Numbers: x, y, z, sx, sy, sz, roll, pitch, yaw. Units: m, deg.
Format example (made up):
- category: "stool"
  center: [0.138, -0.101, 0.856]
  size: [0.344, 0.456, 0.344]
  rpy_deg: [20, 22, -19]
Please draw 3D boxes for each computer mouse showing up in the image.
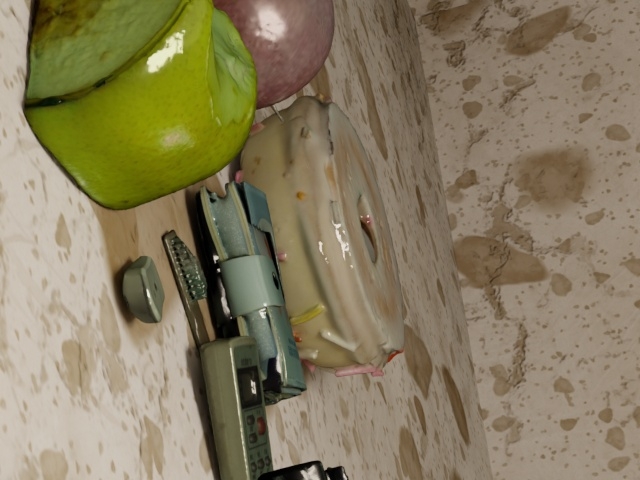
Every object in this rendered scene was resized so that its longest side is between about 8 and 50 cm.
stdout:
- category: "computer mouse"
  center: [-0.172, 0.048, 1.585]
  size: [0.110, 0.032, 0.056]
  rpy_deg: [-98, 172, -78]

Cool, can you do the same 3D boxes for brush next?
- category: "brush"
  center: [-0.126, 0.079, 1.764]
  size: [0.034, 0.027, 0.190]
  rpy_deg: [-47, 122, -74]

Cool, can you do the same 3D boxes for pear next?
- category: "pear"
  center: [-0.151, -0.154, 1.603]
  size: [0.282, 0.176, 0.286]
  rpy_deg: [65, 17, -48]

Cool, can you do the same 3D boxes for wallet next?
- category: "wallet"
  center: [-0.079, 0.062, 1.903]
  size: [0.176, 0.075, 0.251]
  rpy_deg: [42, 35, -79]

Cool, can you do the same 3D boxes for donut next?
- category: "donut"
  center: [0.000, 0.000, 2.161]
  size: [0.382, 0.142, 0.383]
  rpy_deg: [-15, 90, -77]

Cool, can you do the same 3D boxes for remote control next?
- category: "remote control"
  center: [-0.073, 0.243, 1.740]
  size: [0.123, 0.038, 0.285]
  rpy_deg: [14, 66, -77]

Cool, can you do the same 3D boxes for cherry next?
- category: "cherry"
  center: [-0.108, -0.271, 1.836]
  size: [0.307, 0.221, 0.261]
  rpy_deg: [57, -2, -17]

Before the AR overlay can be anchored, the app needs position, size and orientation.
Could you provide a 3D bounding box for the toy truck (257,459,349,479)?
- category: "toy truck"
  center: [-0.089, 0.242, 1.180]
  size: [0.127, 0.257, 0.127]
  rpy_deg: [37, 39, -76]
